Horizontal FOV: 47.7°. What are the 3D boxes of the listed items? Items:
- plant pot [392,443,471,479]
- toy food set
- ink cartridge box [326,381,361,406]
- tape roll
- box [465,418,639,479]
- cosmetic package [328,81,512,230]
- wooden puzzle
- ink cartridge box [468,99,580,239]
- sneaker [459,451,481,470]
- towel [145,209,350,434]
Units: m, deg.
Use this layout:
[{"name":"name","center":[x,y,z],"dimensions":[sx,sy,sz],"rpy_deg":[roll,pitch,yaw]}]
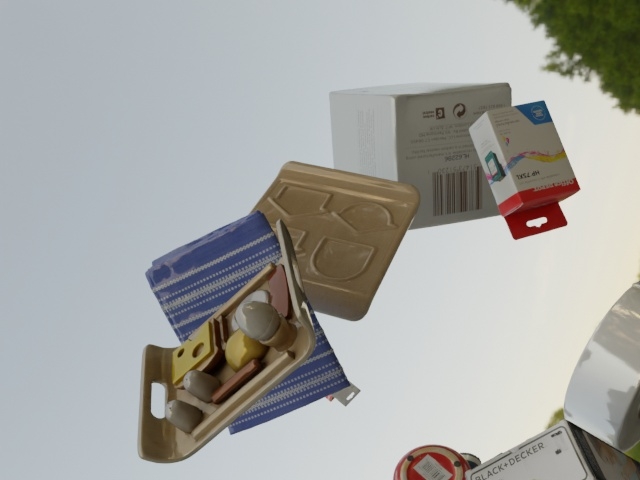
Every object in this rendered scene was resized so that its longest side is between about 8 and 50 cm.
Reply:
[{"name":"plant pot","center":[0.246,0.555,1.567],"dimensions":[0.191,0.191,0.174],"rpy_deg":[-52,-40,-36]},{"name":"toy food set","center":[-0.140,0.132,0.992],"dimensions":[0.306,0.219,0.092],"rpy_deg":[-41,-58,16]},{"name":"ink cartridge box","center":[0.030,0.337,1.675],"dimensions":[0.063,0.115,0.029],"rpy_deg":[-38,-26,-37]},{"name":"tape roll","center":[0.528,0.208,1.210],"dimensions":[0.286,0.100,0.286],"rpy_deg":[-27,-48,-34]},{"name":"box","center":[0.356,0.363,1.024],"dimensions":[0.290,0.169,0.087],"rpy_deg":[34,-151,-40]},{"name":"cosmetic package","center":[0.248,-0.234,1.876],"dimensions":[0.329,0.394,0.327],"rpy_deg":[-10,-75,-20]},{"name":"wooden puzzle","center":[0.000,0.000,1.447],"dimensions":[0.080,0.322,0.348],"rpy_deg":[82,-151,-46]},{"name":"ink cartridge box","center":[0.381,-0.130,1.328],"dimensions":[0.134,0.231,0.078],"rpy_deg":[-15,-12,-19]},{"name":"sneaker","center":[0.291,0.683,1.932],"dimensions":[0.112,0.319,0.131],"rpy_deg":[40,-150,-19]},{"name":"towel","center":[-0.127,0.142,1.230],"dimensions":[0.336,0.243,0.040],"rpy_deg":[63,-165,-4]}]
